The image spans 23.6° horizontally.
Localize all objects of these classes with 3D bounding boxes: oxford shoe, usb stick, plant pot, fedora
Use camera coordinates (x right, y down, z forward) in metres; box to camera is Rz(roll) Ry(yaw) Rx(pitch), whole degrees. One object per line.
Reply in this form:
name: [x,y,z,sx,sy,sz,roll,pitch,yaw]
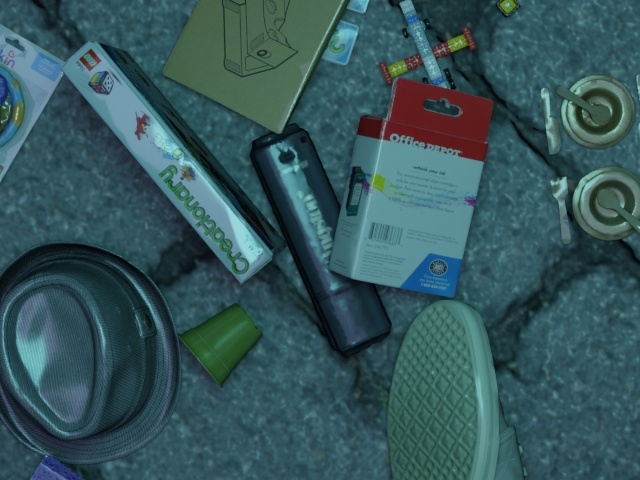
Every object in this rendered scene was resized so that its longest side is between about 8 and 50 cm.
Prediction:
oxford shoe: [0.179,0.291,1.771,0.130,0.169,0.449,-5,85,-37]
usb stick: [0.000,0.000,1.794,0.077,0.045,0.278,-23,92,1]
plant pot: [-0.113,0.117,1.799,0.079,0.083,0.083,-41,91,-7]
fedora: [-0.292,0.138,1.783,0.243,0.124,0.275,-7,94,5]

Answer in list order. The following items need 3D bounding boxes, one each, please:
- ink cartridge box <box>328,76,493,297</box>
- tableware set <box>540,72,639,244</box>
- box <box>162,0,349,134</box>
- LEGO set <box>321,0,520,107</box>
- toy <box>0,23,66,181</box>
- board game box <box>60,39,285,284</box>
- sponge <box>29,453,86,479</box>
ink cartridge box: [0.104,-0.062,1.745,0.134,0.078,0.231,11,94,-22]
tableware set: [0.328,-0.095,1.769,0.128,0.039,0.194,-9,94,4]
box: [-0.070,-0.247,1.774,0.164,0.021,0.201,28,94,15]
LEGO set: [0.100,-0.268,1.764,0.244,0.060,0.182,20,99,2]
toy: [-0.418,-0.141,1.805,0.137,0.056,0.237,31,95,0]
board game box: [-0.159,-0.090,1.724,0.053,0.193,0.305,-40,90,5]
sponge: [-0.274,0.361,1.834,0.210,0.031,0.117,34,108,-1]
